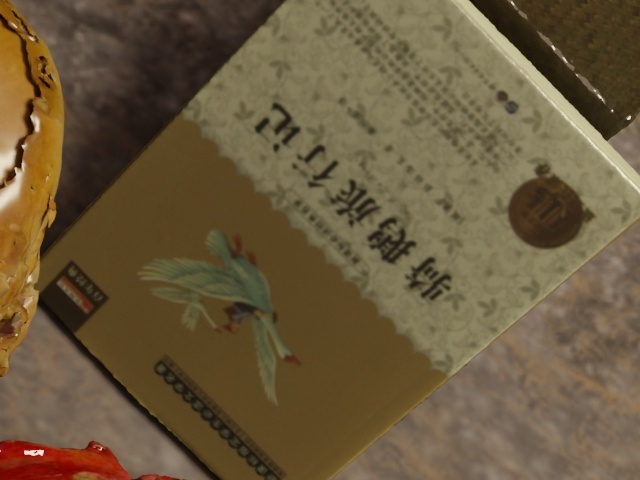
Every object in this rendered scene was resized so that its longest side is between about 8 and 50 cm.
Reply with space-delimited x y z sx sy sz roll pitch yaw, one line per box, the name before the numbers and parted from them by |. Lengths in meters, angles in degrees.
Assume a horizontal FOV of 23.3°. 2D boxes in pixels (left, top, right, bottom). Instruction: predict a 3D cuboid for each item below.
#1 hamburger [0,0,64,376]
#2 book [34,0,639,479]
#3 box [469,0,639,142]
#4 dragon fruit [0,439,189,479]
hamburger | -0.252 -0.037 0.819 0.245 0.211 0.260 25 74 -5
book | 0.000 0.000 0.872 0.217 0.310 0.021 45 24 -3
box | 0.144 -0.145 0.956 0.143 0.184 0.273 47 51 -1
dragon fruit | -0.186 0.174 0.806 0.274 0.161 0.126 -38 93 -21
